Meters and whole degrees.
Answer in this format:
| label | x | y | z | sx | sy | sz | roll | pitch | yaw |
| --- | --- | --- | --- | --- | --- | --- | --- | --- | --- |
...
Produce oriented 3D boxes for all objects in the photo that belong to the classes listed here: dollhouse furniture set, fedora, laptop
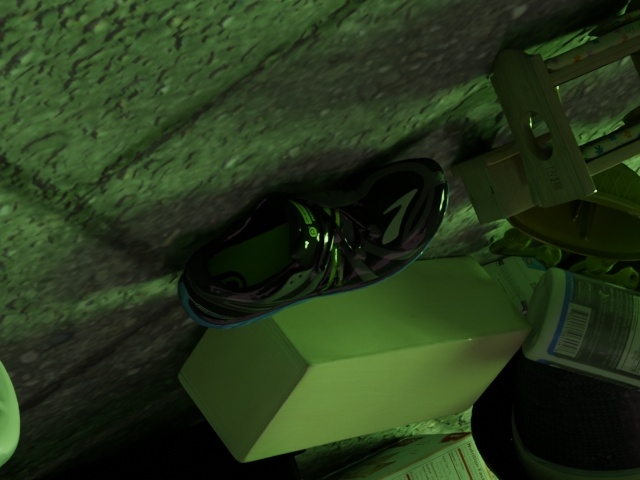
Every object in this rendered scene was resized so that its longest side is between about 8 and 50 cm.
| label | x | y | z | sx | sy | sz | roll | pitch | yaw |
| --- | --- | --- | --- | --- | --- | --- | --- | --- | --- |
| dollhouse furniture set | 0.192 | -0.098 | 1.006 | 0.182 | 0.101 | 0.161 | -23 | -178 | -20 |
| fedora | 0.286 | 0.095 | 1.350 | 0.334 | 0.334 | 0.152 | -27 | 128 | -11 |
| laptop | -0.116 | 0.225 | 1.154 | 0.234 | 0.137 | 0.264 | -20 | 158 | -1 |

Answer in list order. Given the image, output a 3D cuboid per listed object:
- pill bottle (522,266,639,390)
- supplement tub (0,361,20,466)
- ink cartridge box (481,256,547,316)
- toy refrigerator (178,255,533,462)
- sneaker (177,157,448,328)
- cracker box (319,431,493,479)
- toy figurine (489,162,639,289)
| label | x | y | z | sx | sy | sz | roll | pitch | yaw |
| --- | --- | --- | --- | --- | --- | --- | --- | --- | --- |
| pill bottle | 0.237 | 0.076 | 1.209 | 0.137 | 0.078 | 0.078 | 16 | 146 | -5 |
| supplement tub | -0.263 | 0.117 | 0.795 | 0.190 | 0.117 | 0.117 | -37 | 158 | 12 |
| ink cartridge box | 0.153 | 0.044 | 1.272 | 0.083 | 0.048 | 0.028 | -17 | 155 | -28 |
| toy refrigerator | 0.031 | 0.080 | 1.133 | 0.269 | 0.094 | 0.102 | -6 | 138 | -49 |
| sneaker | 0.000 | 0.000 | 0.949 | 0.188 | 0.067 | 0.078 | -23 | 164 | -12 |
| cracker box | 0.040 | 0.267 | 1.521 | 0.232 | 0.067 | 0.155 | -22 | 179 | -21 |
| toy figurine | 0.332 | -0.060 | 1.184 | 0.362 | 0.217 | 0.191 | 16 | 169 | -1 |
